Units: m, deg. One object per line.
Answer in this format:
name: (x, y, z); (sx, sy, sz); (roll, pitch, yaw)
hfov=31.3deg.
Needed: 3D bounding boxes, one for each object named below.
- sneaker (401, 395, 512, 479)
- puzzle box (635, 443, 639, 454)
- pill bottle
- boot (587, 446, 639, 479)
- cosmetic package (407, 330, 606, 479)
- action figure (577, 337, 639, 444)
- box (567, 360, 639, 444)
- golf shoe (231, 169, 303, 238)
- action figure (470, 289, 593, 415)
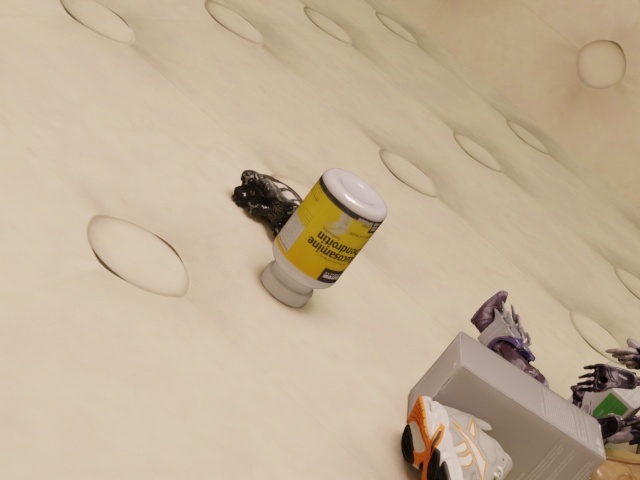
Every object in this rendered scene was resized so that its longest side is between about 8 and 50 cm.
sneaker: (0.177, 0.278, 1.336); (0.121, 0.099, 0.262); (12, 29, -11)
puzzle box: (0.684, 0.377, 1.744); (0.409, 0.052, 0.272); (25, 30, 8)
pill bottle: (0.000, 0.000, 1.541); (0.103, 0.184, 0.103); (31, 23, -15)
boot: (0.453, 0.403, 1.498); (0.236, 0.089, 0.269); (7, 36, -14)
cosmetic package: (0.242, 0.242, 1.505); (0.238, 0.127, 0.107); (36, 22, -6)
action figure: (0.468, 0.223, 1.654); (0.275, 0.164, 0.141); (5, 0, -41)
box: (0.445, 0.260, 1.800); (0.087, 0.101, 0.102); (45, 24, 20)
golf shoe: (-0.038, -0.035, 1.699); (0.198, 0.077, 0.094); (48, 24, 22)
action figure: (0.319, 0.217, 1.706); (0.185, 0.099, 0.285); (32, 24, -46)
